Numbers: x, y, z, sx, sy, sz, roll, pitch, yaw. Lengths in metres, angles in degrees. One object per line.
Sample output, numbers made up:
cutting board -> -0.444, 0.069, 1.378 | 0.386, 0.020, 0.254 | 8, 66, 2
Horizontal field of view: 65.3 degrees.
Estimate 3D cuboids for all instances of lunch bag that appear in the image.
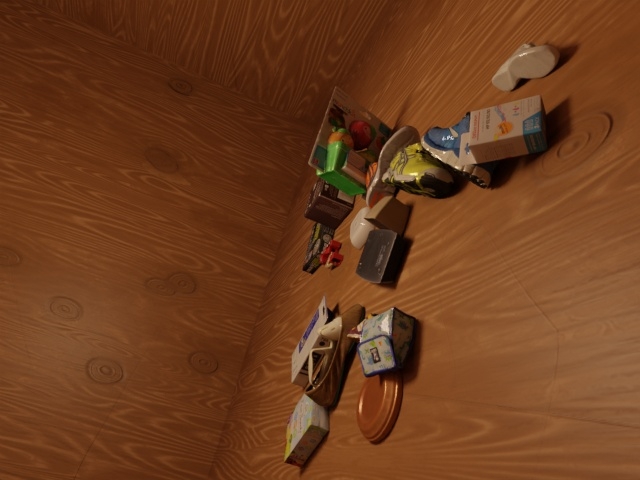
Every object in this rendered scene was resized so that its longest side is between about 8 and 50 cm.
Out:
lunch bag -> 0.161, 0.260, 1.247 | 0.129, 0.096, 0.151 | -36, 34, 48

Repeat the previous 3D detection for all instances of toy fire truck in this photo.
toy fire truck -> 0.045, 0.073, 2.157 | 0.192, 0.047, 0.135 | 127, 159, -51

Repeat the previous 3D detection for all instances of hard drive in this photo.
hard drive -> 0.189, 0.052, 1.577 | 0.255, 0.054, 0.172 | -169, 98, -77

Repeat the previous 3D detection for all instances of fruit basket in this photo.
fruit basket -> 0.135, -0.368, 1.934 | 0.165, 0.327, 0.353 | 2, 66, 55

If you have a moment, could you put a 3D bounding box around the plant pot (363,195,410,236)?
plant pot -> 0.219, -0.082, 1.586 | 0.096, 0.109, 0.109 | -59, 12, -5

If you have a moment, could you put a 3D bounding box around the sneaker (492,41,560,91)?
sneaker -> 0.476, -0.420, 1.147 | 0.094, 0.080, 0.212 | -58, 11, -5

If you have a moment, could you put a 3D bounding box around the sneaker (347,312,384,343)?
sneaker -> 0.143, 0.255, 1.445 | 0.185, 0.070, 0.083 | -25, 36, 63

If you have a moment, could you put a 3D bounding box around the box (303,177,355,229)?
box -> 0.047, -0.189, 2.293 | 0.203, 0.167, 0.168 | 129, 158, -54

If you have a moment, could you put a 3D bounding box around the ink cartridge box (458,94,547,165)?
ink cartridge box -> 0.374, -0.228, 1.053 | 0.181, 0.061, 0.104 | -8, 53, 32

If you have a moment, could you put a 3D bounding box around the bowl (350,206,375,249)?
bowl -> 0.156, -0.055, 1.898 | 0.142, 0.053, 0.142 | -81, 19, -49

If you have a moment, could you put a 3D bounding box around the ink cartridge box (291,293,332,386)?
ink cartridge box -> -0.020, 0.379, 1.897 | 0.165, 0.065, 0.332 | -93, 26, -62

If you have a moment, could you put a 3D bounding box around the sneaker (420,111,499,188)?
sneaker -> 0.365, -0.241, 1.246 | 0.147, 0.130, 0.330 | -55, 22, 12

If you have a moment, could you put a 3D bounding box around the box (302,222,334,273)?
box -> 0.000, 0.000, 2.426 | 0.216, 0.060, 0.270 | 130, 158, -55

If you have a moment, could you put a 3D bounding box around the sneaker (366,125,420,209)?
sneaker -> 0.234, -0.272, 1.767 | 0.180, 0.125, 0.321 | -96, 30, -62

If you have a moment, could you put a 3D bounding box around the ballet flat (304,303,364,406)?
ballet flat -> 0.033, 0.351, 1.590 | 0.116, 0.124, 0.342 | 170, 121, -75

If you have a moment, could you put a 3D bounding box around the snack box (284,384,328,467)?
snack box -> -0.046, 0.601, 1.633 | 0.207, 0.070, 0.174 | -60, 15, 27

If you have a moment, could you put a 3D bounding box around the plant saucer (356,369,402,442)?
plant saucer -> 0.141, 0.403, 1.262 | 0.200, 0.037, 0.200 | -158, 90, -77

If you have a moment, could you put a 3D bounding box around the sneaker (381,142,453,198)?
sneaker -> 0.279, -0.214, 1.453 | 0.384, 0.145, 0.147 | -135, 66, -74
